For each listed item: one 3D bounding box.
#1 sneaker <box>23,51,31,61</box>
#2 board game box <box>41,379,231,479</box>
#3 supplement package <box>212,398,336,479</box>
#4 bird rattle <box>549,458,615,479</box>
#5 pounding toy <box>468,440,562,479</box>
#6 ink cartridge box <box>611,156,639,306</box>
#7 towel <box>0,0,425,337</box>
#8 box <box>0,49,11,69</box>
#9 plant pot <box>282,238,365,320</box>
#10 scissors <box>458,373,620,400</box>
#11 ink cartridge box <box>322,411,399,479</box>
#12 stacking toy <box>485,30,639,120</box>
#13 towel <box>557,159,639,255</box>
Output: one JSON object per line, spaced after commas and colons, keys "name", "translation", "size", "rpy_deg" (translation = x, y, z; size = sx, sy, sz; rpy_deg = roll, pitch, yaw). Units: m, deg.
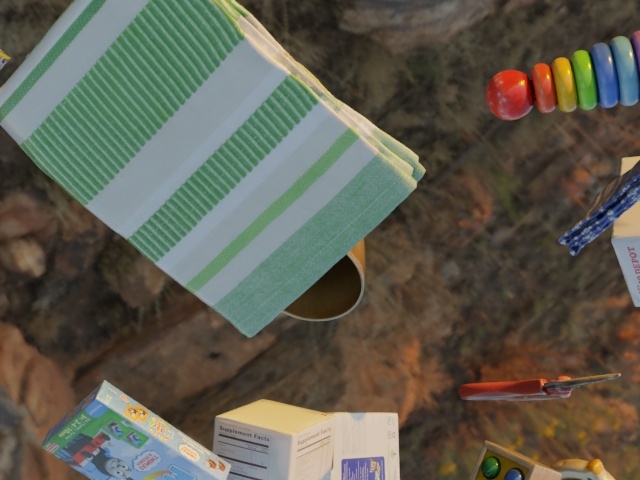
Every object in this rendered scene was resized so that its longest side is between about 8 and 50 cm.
{"name": "sneaker", "translation": [-0.188, -0.143, 1.283], "size": [0.180, 0.124, 0.321], "rpy_deg": [-5, 175, 14]}
{"name": "board game box", "translation": [-0.252, 0.294, 1.532], "size": [0.160, 0.211, 0.039], "rpy_deg": [-41, -160, 38]}
{"name": "supplement package", "translation": [-0.074, 0.374, 1.655], "size": [0.139, 0.134, 0.244], "rpy_deg": [-7, 103, -62]}
{"name": "bird rattle", "translation": [0.506, 0.502, 2.130], "size": [0.143, 0.207, 0.253], "rpy_deg": [-35, -172, -36]}
{"name": "pounding toy", "translation": [0.346, 0.474, 1.962], "size": [0.094, 0.206, 0.181], "rpy_deg": [25, 86, -38]}
{"name": "ink cartridge box", "translation": [0.571, -0.018, 1.674], "size": [0.233, 0.168, 0.171], "rpy_deg": [-4, 138, 27]}
{"name": "towel", "translation": [-0.103, -0.085, 0.986], "size": [0.248, 0.325, 0.038], "rpy_deg": [-42, -161, 24]}
{"name": "box", "translation": [-0.507, -0.283, 1.541], "size": [0.059, 0.169, 0.054], "rpy_deg": [-49, 158, 1]}
{"name": "plant pot", "translation": [0.000, 0.000, 2.385], "size": [0.254, 0.237, 0.237], "rpy_deg": [-70, -176, -48]}
{"name": "scissors", "translation": [0.239, 0.140, 1.099], "size": [0.109, 0.021, 0.297], "rpy_deg": [6, 166, -21]}
{"name": "ink cartridge box", "translation": [0.063, 0.427, 2.259], "size": [0.065, 0.165, 0.333], "rpy_deg": [-5, 169, 28]}
{"name": "stacking toy", "translation": [0.455, -0.281, 1.974], "size": [0.330, 0.141, 0.141], "rpy_deg": [-11, 154, 9]}
{"name": "towel", "translation": [0.433, -0.129, 1.356], "size": [0.336, 0.040, 0.243], "rpy_deg": [-46, 175, 30]}
